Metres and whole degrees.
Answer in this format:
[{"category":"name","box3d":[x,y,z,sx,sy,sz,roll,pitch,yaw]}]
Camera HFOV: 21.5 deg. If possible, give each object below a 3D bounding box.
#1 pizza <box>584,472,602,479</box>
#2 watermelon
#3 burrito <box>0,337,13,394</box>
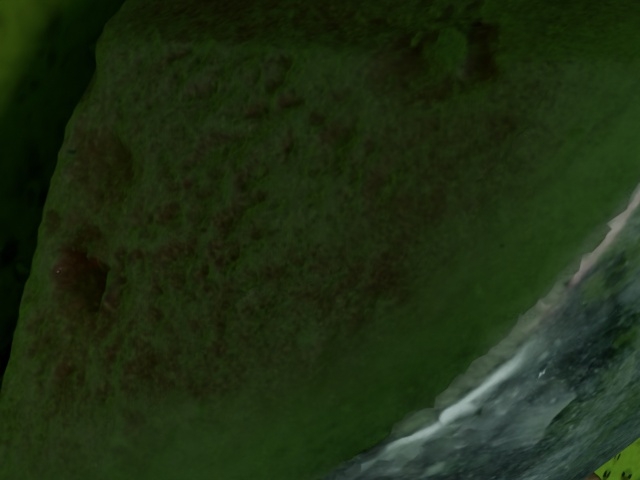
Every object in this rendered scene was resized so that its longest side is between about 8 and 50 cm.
[{"category":"pizza","box3d":[-0.029,0.221,0.600,0.409,0.114,0.278,-47,174,-21]},{"category":"watermelon","box3d":[0.000,0.000,0.518,0.289,0.214,0.320,-34,176,-17]},{"category":"burrito","box3d":[-0.093,0.126,0.566,0.063,0.058,0.229,-11,132,-14]}]
